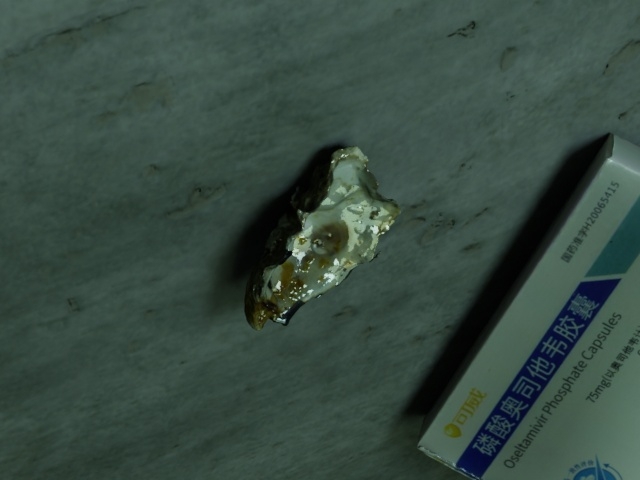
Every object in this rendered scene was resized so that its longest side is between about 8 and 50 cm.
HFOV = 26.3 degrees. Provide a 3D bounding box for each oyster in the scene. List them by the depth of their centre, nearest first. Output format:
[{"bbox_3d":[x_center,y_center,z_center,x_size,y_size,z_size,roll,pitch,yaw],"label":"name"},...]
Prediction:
[{"bbox_3d":[-0.009,0.003,1.021,0.148,0.051,0.103,-49,139,-8],"label":"oyster"}]

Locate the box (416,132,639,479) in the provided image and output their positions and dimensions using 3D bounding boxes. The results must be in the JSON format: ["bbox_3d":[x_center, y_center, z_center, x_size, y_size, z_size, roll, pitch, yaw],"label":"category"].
[{"bbox_3d":[0.252,0.095,1.213,0.200,0.065,0.343,27,118,-2],"label":"box"}]
